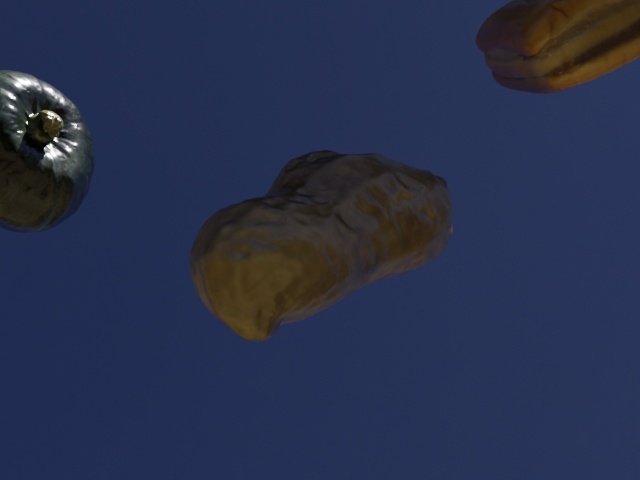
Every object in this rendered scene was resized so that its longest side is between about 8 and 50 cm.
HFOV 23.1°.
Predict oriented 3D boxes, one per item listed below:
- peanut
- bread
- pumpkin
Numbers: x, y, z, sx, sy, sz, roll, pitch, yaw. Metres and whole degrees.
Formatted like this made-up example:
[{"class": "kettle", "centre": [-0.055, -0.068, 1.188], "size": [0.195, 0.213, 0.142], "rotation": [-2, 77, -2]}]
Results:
[{"class": "peanut", "centre": [0.000, 0.000, 0.939], "size": [0.214, 0.099, 0.099], "rotation": [-32, -33, -47]}, {"class": "bread", "centre": [0.188, -0.160, 1.186], "size": [0.116, 0.200, 0.077], "rotation": [-32, -81, -1]}, {"class": "pumpkin", "centre": [-0.297, -0.088, 1.541], "size": [0.125, 0.167, 0.167], "rotation": [-25, -51, 14]}]
